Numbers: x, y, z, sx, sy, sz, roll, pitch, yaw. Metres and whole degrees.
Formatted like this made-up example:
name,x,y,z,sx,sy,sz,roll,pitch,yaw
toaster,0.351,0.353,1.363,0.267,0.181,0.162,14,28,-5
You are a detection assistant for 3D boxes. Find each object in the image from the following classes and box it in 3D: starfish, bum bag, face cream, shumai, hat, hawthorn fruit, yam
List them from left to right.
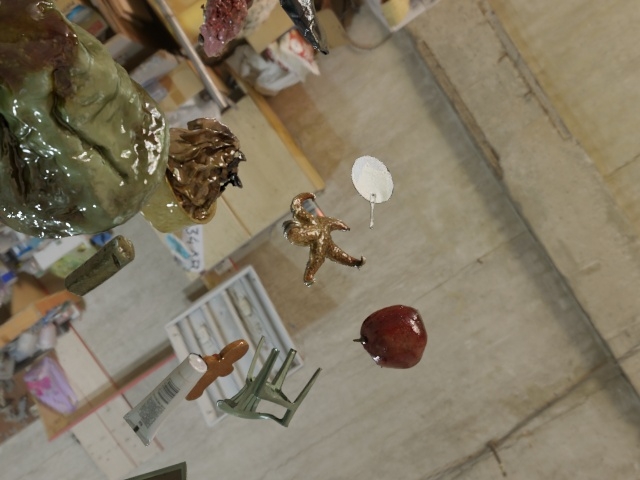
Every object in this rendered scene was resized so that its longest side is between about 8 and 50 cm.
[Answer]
name,x,y,z,sx,sy,sz,roll,pitch,yaw
shumai,-0.436,-0.205,0.852,0.323,0.397,0.324,116,-2,-71
yam,-0.394,0.047,1.023,0.132,0.054,0.054,-35,-177,10
face cream,-0.357,0.365,1.320,0.244,0.092,0.058,-47,167,10
hat,-0.225,-0.540,1.342,0.286,0.107,0.237,-98,-150,-67
bum bag,-0.058,-0.600,1.422,0.074,0.310,0.137,-26,-154,22
starfish,0.003,0.001,1.706,0.113,0.303,0.312,-33,-151,37
hawthorn fruit,0.156,0.221,1.285,0.172,0.148,0.148,-4,171,-22

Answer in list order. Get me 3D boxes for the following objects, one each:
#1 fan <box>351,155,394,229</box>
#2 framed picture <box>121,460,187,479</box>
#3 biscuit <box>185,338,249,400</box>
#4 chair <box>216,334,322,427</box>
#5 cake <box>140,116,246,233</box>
name,x,y,z,sx,sy,sz,roll,pitch,yaw
fan,0.113,-0.105,1.239,0.113,0.175,0.005,15,156,-26
framed picture,-0.439,0.687,1.403,0.273,0.216,0.016,-20,146,15
biscuit,-0.392,0.462,2.051,0.324,0.049,0.205,-40,152,6
chair,-0.166,0.445,1.713,0.275,0.203,0.190,-60,-148,-5
cake,-0.387,-0.208,1.771,0.321,0.332,0.332,-17,-172,16
